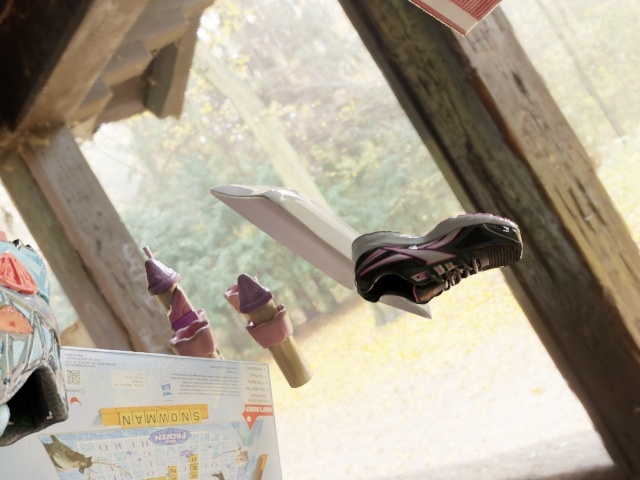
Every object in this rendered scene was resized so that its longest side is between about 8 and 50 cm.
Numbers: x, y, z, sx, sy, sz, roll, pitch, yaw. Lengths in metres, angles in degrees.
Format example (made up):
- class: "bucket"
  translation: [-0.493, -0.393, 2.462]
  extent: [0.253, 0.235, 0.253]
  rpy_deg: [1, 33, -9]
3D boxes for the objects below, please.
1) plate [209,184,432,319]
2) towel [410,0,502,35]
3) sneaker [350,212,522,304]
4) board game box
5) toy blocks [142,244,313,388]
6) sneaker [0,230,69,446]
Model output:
- class: "plate"
  translation: [0.000, 0.000, 1.039]
  extent: [0.045, 0.277, 0.278]
  rpy_deg: [-57, 22, -8]
- class: "towel"
  translation: [0.272, -0.472, 1.145]
  extent: [0.237, 0.037, 0.329]
  rpy_deg: [15, -47, -46]
- class: "sneaker"
  translation: [0.117, 0.031, 0.772]
  extent: [0.178, 0.072, 0.077]
  rpy_deg: [-12, 42, 20]
- class: "board game box"
  translation: [-0.157, 0.259, 0.664]
  extent: [0.066, 0.318, 0.318]
  rpy_deg: [-25, -27, 36]
- class: "toy blocks"
  translation: [-0.217, 0.147, 1.187]
  extent: [0.309, 0.260, 0.288]
  rpy_deg: [-31, 16, -10]
- class: "sneaker"
  translation: [-0.188, 0.051, 0.348]
  extent: [0.104, 0.125, 0.262]
  rpy_deg: [-27, -14, 7]
